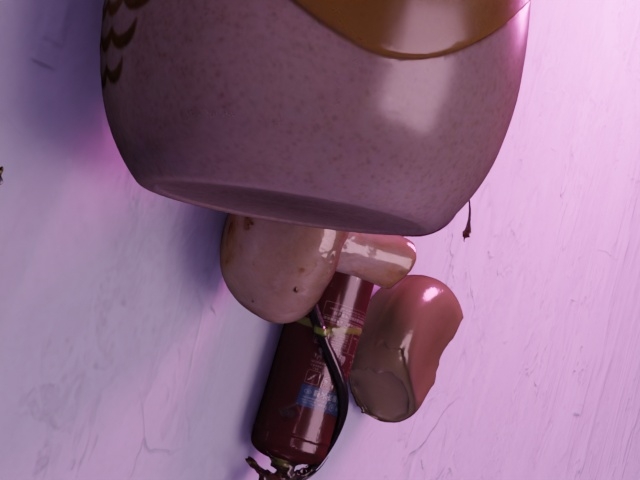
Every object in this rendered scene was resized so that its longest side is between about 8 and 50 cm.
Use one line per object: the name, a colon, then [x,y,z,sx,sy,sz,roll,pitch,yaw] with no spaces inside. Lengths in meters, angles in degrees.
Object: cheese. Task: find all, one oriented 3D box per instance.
cheese: [0.117,0.130,2.131,0.202,0.091,0.175,-50,141,-37]

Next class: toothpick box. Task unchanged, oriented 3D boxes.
toothpick box: [0.008,-0.235,1.505,0.409,0.408,0.426,16,81,-59]

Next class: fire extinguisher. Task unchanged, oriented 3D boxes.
fire extinguisher: [-0.018,0.151,1.910,0.141,0.105,0.341,22,81,-44]

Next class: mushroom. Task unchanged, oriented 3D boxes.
mushroom: [0.000,0.000,1.759,0.215,0.207,0.207,19,83,-18]

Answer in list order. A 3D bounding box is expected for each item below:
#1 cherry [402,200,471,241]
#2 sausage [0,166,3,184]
cherry: [0.126,-0.038,2.064,0.148,0.115,0.188,-71,160,-49]
sausage: [-0.376,0.048,1.310,0.371,0.082,0.082,-53,141,-37]
